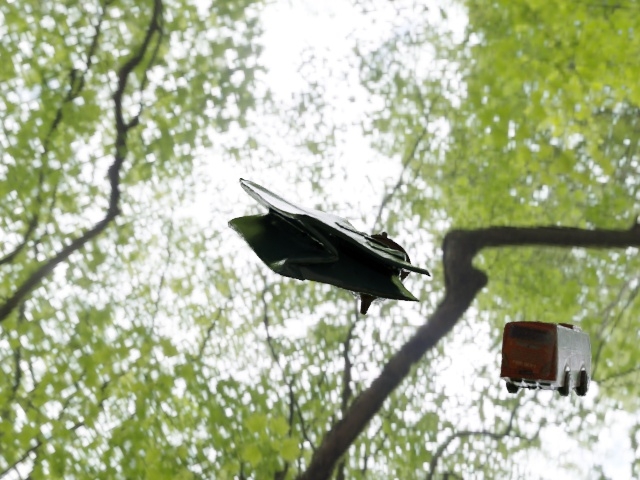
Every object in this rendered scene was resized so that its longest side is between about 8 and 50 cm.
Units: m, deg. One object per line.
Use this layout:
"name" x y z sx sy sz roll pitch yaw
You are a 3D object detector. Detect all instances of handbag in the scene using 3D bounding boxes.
"handbag" 0.000 0.000 0.852 0.144 0.057 0.221 17 -174 -23

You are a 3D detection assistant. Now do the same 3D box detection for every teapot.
"teapot" 0.065 0.036 1.093 0.076 0.068 0.121 20 -134 -8

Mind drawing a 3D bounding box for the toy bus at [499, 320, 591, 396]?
"toy bus" 0.235 0.120 0.915 0.065 0.192 0.077 3 -96 26
